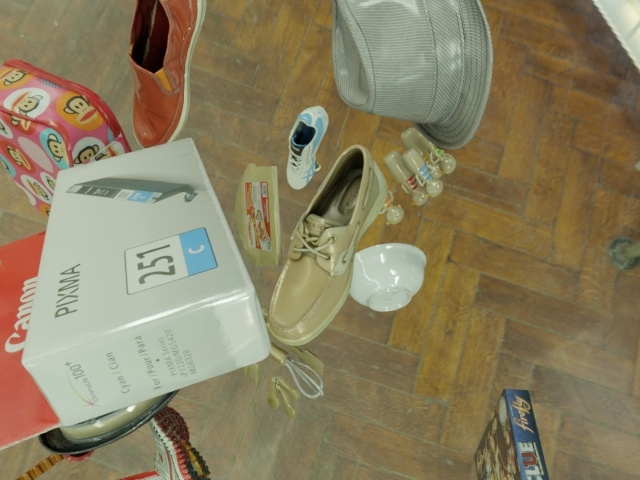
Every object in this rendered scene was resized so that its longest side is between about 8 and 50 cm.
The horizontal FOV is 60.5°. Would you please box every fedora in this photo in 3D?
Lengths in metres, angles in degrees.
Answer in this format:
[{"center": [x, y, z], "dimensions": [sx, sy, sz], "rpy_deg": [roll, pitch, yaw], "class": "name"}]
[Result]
[{"center": [0.083, -0.235, 0.667], "dimensions": [0.124, 0.243, 0.275], "rpy_deg": [-13, 62, -10], "class": "fedora"}, {"center": [-0.434, 0.261, 1.098], "dimensions": [0.334, 0.334, 0.152], "rpy_deg": [-31, 116, -14], "class": "fedora"}]

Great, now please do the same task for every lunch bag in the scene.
[{"center": [-0.417, -0.127, 0.869], "dimensions": [0.258, 0.293, 0.120], "rpy_deg": [23, 56, 17], "class": "lunch bag"}]

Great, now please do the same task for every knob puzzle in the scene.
[{"center": [-0.112, -0.047, 1.012], "dimensions": [0.030, 0.213, 0.213], "rpy_deg": [-7, 74, -29], "class": "knob puzzle"}]

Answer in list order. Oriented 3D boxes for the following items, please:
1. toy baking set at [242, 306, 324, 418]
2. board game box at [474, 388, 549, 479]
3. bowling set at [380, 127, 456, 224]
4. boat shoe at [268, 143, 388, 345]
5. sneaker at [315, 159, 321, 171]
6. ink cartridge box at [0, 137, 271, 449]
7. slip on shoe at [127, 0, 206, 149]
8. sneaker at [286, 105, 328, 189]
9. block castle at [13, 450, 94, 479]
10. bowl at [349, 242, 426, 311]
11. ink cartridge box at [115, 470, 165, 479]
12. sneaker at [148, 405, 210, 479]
[{"center": [-0.074, 0.214, 0.988], "dimensions": [0.030, 0.256, 0.196], "rpy_deg": [-27, 72, -39], "class": "toy baking set"}, {"center": [0.306, 0.378, 0.898], "dimensions": [0.042, 0.243, 0.165], "rpy_deg": [2, 44, 2], "class": "board game box"}, {"center": [0.251, -0.163, 1.281], "dimensions": [0.154, 0.200, 0.287], "rpy_deg": [50, 56, -17], "class": "bowling set"}, {"center": [0.000, 0.000, 0.884], "dimensions": [0.122, 0.110, 0.341], "rpy_deg": [14, 67, 27], "class": "boat shoe"}, {"center": [-0.030, -0.248, 1.705], "dimensions": [0.031, 0.035, 0.083], "rpy_deg": [-43, 52, -10], "class": "sneaker"}, {"center": [-0.202, 0.024, 0.440], "dimensions": [0.261, 0.066, 0.296], "rpy_deg": [-18, 33, -11], "class": "ink cartridge box"}, {"center": [-0.283, -0.293, 0.937], "dimensions": [0.123, 0.331, 0.101], "rpy_deg": [38, 40, 14], "class": "slip on shoe"}, {"center": [-0.048, -0.217, 1.323], "dimensions": [0.085, 0.237, 0.086], "rpy_deg": [41, 48, 21], "class": "sneaker"}, {"center": [-0.776, 0.399, 1.318], "dimensions": [0.303, 0.213, 0.453], "rpy_deg": [-31, 88, -40], "class": "block castle"}, {"center": [0.218, 0.145, 1.818], "dimensions": [0.298, 0.297, 0.134], "rpy_deg": [-4, 56, -8], "class": "bowl"}, {"center": [-0.498, 0.757, 1.598], "dimensions": [0.231, 0.134, 0.078], "rpy_deg": [43, 115, 35], "class": "ink cartridge box"}, {"center": [-0.331, 0.454, 1.186], "dimensions": [0.093, 0.088, 0.225], "rpy_deg": [-40, 65, 12], "class": "sneaker"}]
